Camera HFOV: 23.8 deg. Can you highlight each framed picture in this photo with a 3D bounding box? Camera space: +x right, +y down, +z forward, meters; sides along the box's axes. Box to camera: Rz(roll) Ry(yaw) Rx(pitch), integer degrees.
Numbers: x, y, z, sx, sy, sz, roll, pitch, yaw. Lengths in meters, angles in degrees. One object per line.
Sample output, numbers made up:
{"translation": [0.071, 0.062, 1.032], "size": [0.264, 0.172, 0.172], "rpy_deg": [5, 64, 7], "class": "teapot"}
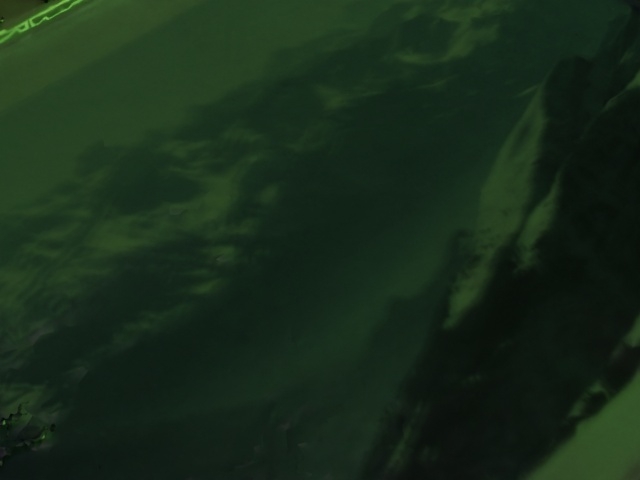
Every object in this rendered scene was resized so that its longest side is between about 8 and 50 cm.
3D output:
{"translation": [0.000, 0.000, 0.401], "size": [0.247, 0.022, 0.335], "rpy_deg": [41, 55, 21], "class": "framed picture"}
